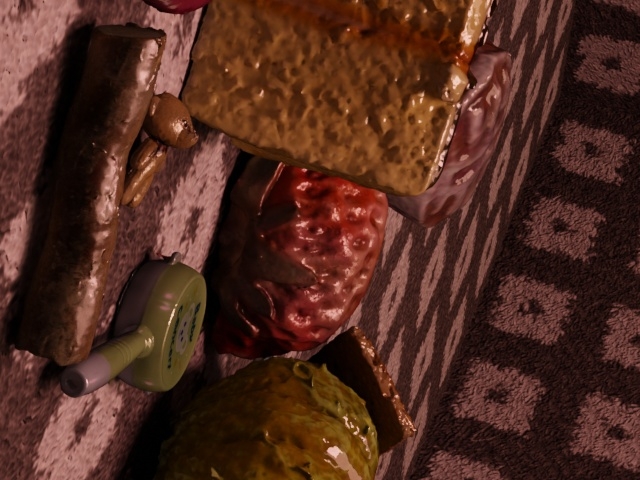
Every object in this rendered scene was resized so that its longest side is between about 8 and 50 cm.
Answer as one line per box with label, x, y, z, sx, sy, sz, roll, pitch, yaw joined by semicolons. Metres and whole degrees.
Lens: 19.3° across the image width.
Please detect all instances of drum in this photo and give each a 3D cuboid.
drum;-0.163;0.104;1.584;0.253;0.049;0.130;-54;157;-58

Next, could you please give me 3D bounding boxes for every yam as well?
yam;-0.167;-0.035;1.353;0.061;0.061;0.253;-26;133;-74

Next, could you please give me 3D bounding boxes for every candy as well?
candy;0.152;-0.150;2.444;0.214;0.157;0.289;-47;161;-36

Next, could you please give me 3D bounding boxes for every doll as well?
doll;-0.139;-0.074;1.515;0.093;0.051;0.061;-45;171;7

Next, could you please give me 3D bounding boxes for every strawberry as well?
strawberry;0.000;0.000;1.960;0.336;0.149;0.265;-24;128;-76

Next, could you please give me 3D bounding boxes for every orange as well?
orange;-0.064;0.249;1.828;0.300;0.223;0.301;114;-3;-65

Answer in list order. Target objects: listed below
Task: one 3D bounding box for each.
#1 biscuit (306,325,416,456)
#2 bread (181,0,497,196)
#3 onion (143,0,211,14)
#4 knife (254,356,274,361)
biscuit;0.021;0.176;1.944;0.025;0.131;0.231;-23;171;-30
bread;0.037;-0.182;1.657;0.198;0.236;0.263;4;103;-77
onion;-0.074;-0.236;1.318;0.150;0.140;0.150;0;90;-71
knife;-0.055;0.159;2.244;0.210;0.015;0.028;59;54;-74
